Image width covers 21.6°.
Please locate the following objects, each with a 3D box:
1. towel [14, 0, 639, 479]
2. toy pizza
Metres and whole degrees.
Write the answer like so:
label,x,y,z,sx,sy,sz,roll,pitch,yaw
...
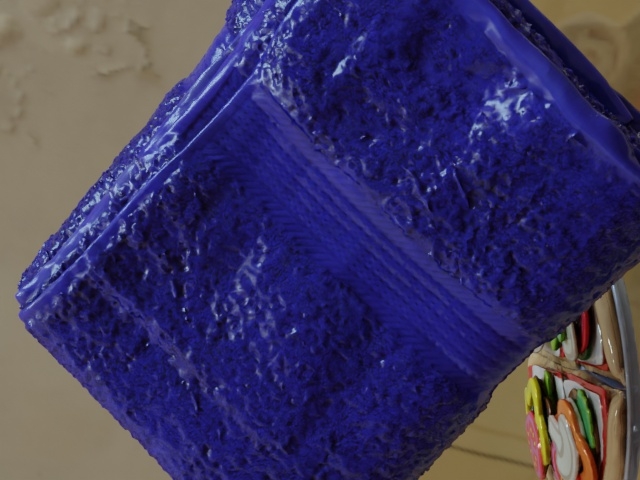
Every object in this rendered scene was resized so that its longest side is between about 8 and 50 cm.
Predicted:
label,x,y,z,sx,sy,sz,roll,pitch,yaw
towel,0.000,0.000,0.802,0.227,0.076,0.308,46,-64,10
toy pizza,0.141,0.075,0.973,0.032,0.201,0.201,-4,-80,-7
